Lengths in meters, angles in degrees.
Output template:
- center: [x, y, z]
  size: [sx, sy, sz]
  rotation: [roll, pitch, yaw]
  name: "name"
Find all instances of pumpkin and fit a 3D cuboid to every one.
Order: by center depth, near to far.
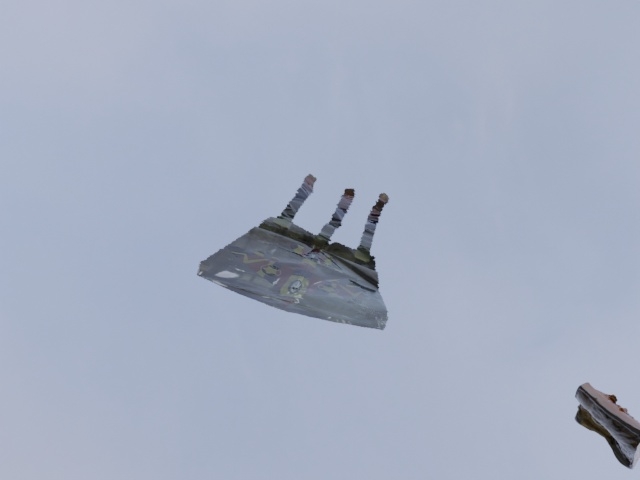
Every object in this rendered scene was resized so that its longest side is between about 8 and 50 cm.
- center: [0.262, 0.160, 0.920]
  size: [0.035, 0.101, 0.073]
  rotation: [-40, -114, -10]
  name: "pumpkin"

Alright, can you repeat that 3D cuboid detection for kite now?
- center: [0.000, 0.001, 0.815]
  size: [0.141, 0.245, 0.015]
  rotation: [20, -63, 4]
  name: "kite"
